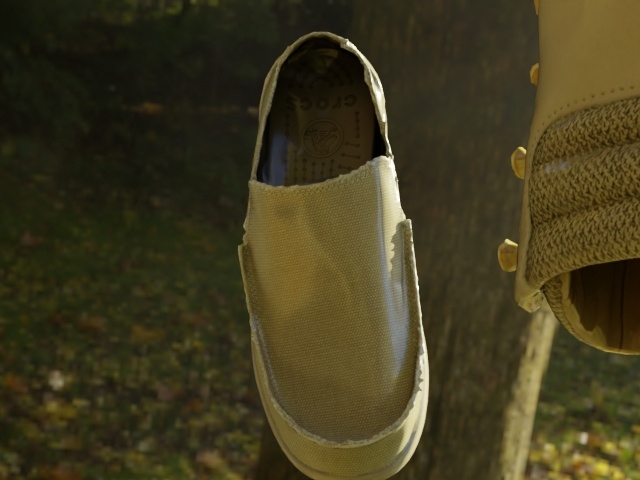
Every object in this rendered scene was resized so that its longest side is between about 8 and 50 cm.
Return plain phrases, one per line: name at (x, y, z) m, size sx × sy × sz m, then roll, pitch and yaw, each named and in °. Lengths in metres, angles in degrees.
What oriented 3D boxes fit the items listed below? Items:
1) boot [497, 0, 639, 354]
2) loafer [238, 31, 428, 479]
boot at (0.085, -0.068, 0.414) m, size 0.095 × 0.203 × 0.262 m, roll 8°, pitch -8°, yaw -18°
loafer at (0.000, 0.000, 0.773) m, size 0.102 × 0.268 × 0.092 m, roll -10°, pitch -25°, yaw 5°
